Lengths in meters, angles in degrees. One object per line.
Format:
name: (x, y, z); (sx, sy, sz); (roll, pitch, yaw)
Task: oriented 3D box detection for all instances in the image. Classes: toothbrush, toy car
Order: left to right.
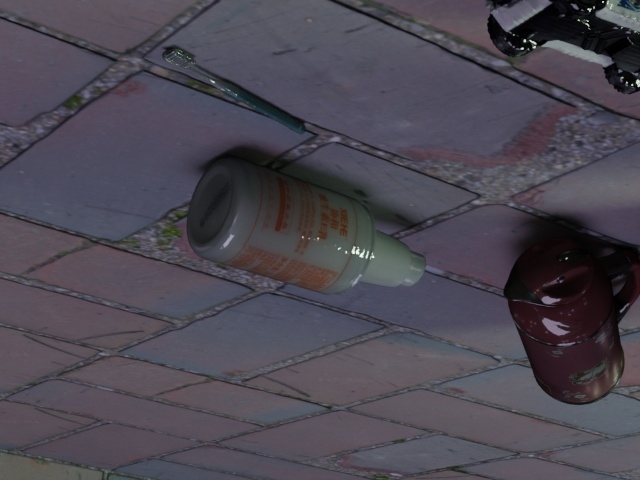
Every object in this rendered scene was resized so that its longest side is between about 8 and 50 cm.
toothbrush: (-0.067, -0.123, 1.152); (0.014, 0.011, 0.167); (-20, 149, 37)
toy car: (0.182, -0.157, 0.927); (0.171, 0.070, 0.080); (14, 158, -27)

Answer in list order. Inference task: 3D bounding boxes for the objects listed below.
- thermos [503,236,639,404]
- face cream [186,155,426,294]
thermos: (0.277, 0.082, 1.482); (0.136, 0.109, 0.330); (-1, 158, 15)
face cream: (0.000, 0.000, 1.338); (0.252, 0.101, 0.101); (18, 155, -32)
